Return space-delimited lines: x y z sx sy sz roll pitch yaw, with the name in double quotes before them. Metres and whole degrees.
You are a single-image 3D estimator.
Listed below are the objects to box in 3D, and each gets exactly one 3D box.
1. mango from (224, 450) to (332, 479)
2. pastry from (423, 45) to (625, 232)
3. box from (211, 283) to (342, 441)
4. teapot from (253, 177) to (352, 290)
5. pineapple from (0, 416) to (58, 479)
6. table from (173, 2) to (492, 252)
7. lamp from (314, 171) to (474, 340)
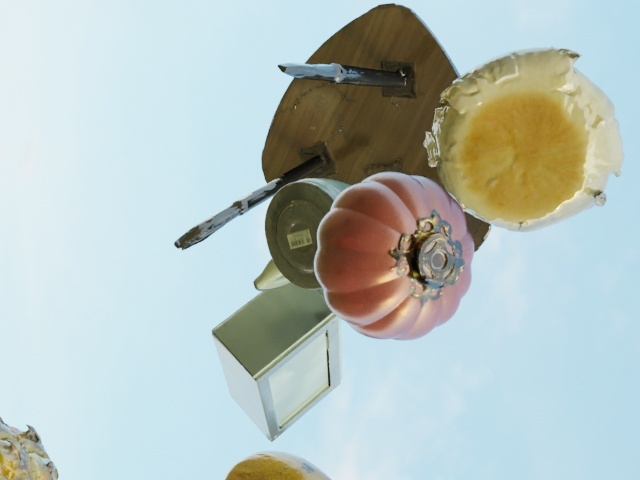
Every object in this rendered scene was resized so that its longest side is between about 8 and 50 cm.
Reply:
"mango" -0.021 0.414 1.413 0.295 0.120 0.177 28 -70 29
"pastry" 0.169 -0.082 0.822 0.088 0.166 0.165 -70 179 -71
"box" -0.045 0.143 1.206 0.086 0.129 0.225 45 -18 23
"teapot" 0.008 0.003 1.024 0.111 0.108 0.149 33 -60 30
"pineapple" -0.532 0.382 1.338 0.352 0.300 0.352 -54 -161 28
"table" 0.027 -0.063 1.097 0.317 0.249 0.317 12 -65 26
"lamp" 0.047 0.010 0.622 0.092 0.107 0.107 4 -93 61
